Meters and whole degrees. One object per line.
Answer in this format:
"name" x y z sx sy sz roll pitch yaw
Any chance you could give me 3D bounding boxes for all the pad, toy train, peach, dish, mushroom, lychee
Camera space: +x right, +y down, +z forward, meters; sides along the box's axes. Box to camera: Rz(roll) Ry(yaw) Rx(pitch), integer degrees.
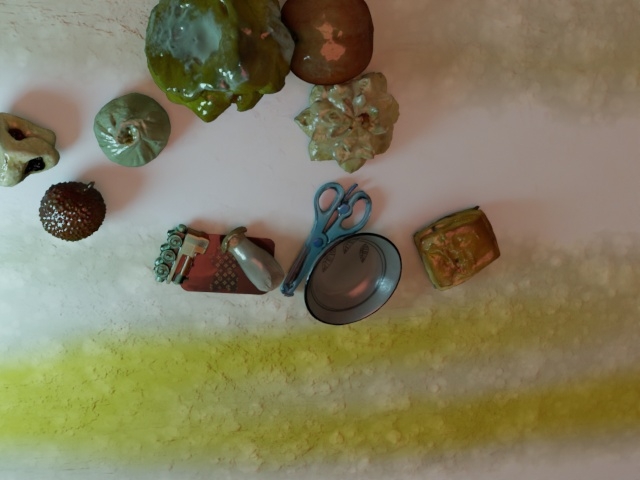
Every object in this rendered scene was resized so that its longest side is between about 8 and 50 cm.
"pad" -0.269 0.070 2.027 0.267 0.004 0.181 3 106 -12
"toy train" -0.392 0.046 1.956 0.118 0.074 0.176 21 101 -16
"peach" 0.020 -0.520 1.773 0.252 0.252 0.253 -3 108 -10
"dish" 0.077 0.094 2.033 0.316 0.106 0.317 -12 124 -19
"mushroom" -0.191 0.056 1.991 0.212 0.088 0.097 43 128 -15
"lychee" -0.640 -0.085 1.818 0.165 0.165 0.197 21 118 -17

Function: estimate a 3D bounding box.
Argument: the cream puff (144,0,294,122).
"cream puff" -0.236 -0.472 1.736 0.378 0.275 0.379 3 98 22

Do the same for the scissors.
"scissors" 0.000 0.000 2.042 0.180 0.032 0.393 30 99 -20

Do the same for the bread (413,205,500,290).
"bread" 0.416 0.024 2.098 0.235 0.099 0.211 -27 110 -1

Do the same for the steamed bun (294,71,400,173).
"steamed bun" 0.080 -0.318 1.904 0.295 0.137 0.292 1 110 -14

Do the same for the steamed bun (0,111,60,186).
"steamed bun" -0.742 -0.231 1.767 0.155 0.172 0.141 -7 152 -35

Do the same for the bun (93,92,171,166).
"bun" -0.484 -0.283 1.810 0.195 0.118 0.196 -3 105 -12
